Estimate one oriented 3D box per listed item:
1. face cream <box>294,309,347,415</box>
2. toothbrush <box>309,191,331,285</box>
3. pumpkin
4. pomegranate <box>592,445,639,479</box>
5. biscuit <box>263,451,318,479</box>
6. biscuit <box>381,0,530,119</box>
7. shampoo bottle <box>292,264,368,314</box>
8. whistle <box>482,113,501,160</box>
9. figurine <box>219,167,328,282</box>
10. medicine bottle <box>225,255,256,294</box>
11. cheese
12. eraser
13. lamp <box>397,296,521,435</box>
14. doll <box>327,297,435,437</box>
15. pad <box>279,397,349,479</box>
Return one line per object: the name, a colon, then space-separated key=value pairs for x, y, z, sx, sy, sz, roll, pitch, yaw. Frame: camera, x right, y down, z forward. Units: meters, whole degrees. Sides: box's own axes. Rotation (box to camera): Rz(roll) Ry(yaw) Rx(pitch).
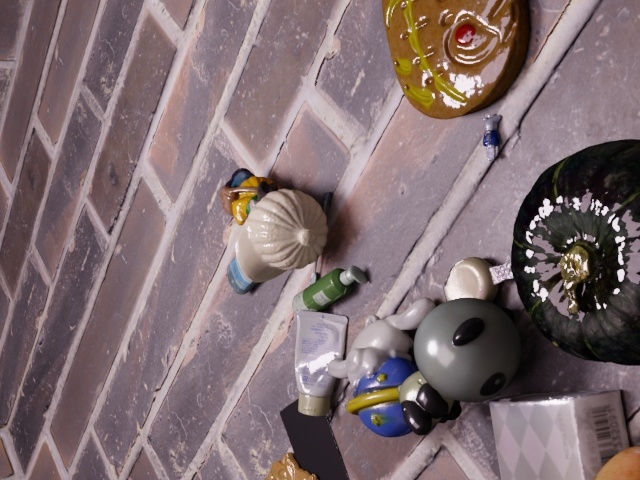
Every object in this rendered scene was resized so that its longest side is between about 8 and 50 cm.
face cream: x=-0.003 y=0.266 z=1.859 sx=0.114 sy=0.070 sz=0.224 roll=7 pitch=98 yaw=15
toothbrush: x=0.000 y=0.000 z=1.873 sx=0.016 sy=0.019 sz=0.219 roll=12 pitch=105 yaw=14
pumpkin: x=0.423 y=0.017 z=1.188 sx=0.323 sy=0.241 sz=0.323 roll=2 pitch=92 yaw=52
pomegranate: x=0.475 y=0.389 z=1.211 sx=0.191 sy=0.191 sz=0.191 roll=5 pitch=97 yaw=50
biscuit: x=-0.081 y=0.590 z=2.008 sx=0.250 sy=0.035 sz=0.162 roll=-35 pitch=62 yaw=49
biscuit: x=0.239 y=-0.424 z=1.509 sx=0.350 sy=0.070 sz=0.394 roll=-29 pitch=71 yaw=48
shampoo bottle: x=0.019 y=0.107 z=1.828 sx=0.204 sy=0.065 sz=0.065 roll=-36 pitch=66 yaw=46
whistle: x=0.300 y=-0.180 z=1.489 sx=0.033 sy=0.029 sz=0.083 roll=-3 pitch=83 yaw=35
figurine: x=-0.103 y=-0.066 z=1.863 sx=0.204 sy=0.185 sz=0.332 roll=-50 pitch=37 yaw=25
medicine bottle: x=-0.156 y=0.044 z=2.036 sx=0.208 sy=0.053 sz=0.090 roll=-46 pitch=57 yaw=40
cheese: x=0.286 y=0.066 z=1.509 sx=0.171 sy=0.047 sz=0.092 roll=-51 pitch=58 yaw=40
eraser: x=0.405 y=0.445 z=1.368 sx=0.213 sy=0.082 sz=0.397 roll=-16 pitch=80 yaw=51
lamp: x=0.233 y=0.211 z=1.450 sx=0.198 sy=0.197 sz=0.244 roll=47 pitch=118 yaw=37
doll: x=0.098 y=0.267 z=1.665 sx=0.311 sy=0.159 sz=0.242 roll=-27 pitch=73 yaw=50
pad: x=-0.013 y=0.475 z=1.938 sx=0.163 sy=0.004 sz=0.243 roll=-42 pitch=62 yaw=43
